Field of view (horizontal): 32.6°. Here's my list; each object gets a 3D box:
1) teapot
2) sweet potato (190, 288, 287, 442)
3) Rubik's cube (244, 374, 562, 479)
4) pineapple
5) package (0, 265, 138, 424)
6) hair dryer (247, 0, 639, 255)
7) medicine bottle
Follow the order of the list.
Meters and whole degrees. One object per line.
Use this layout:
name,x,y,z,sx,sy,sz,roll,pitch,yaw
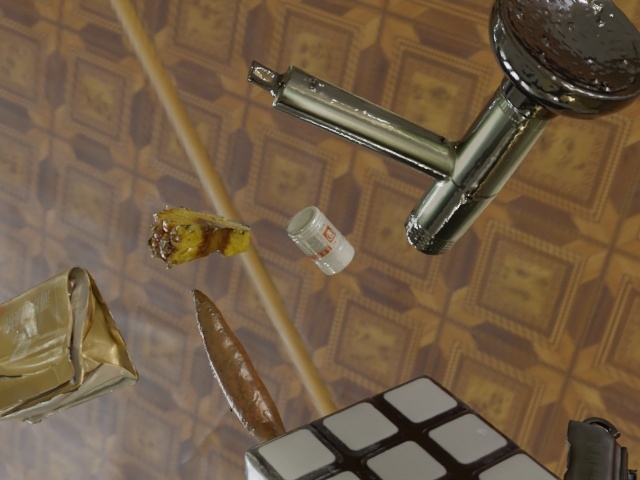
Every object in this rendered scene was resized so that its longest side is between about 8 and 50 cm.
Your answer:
teapot,0.377,0.316,1.472,0.096,0.177,0.087,3,139,15
sweet potato,-0.133,0.213,1.711,0.072,0.066,0.314,-34,77,6
Rubik's cube,0.104,0.401,1.384,0.301,0.303,0.305,35,134,48
pineapple,-0.237,-0.011,1.921,0.135,0.233,0.080,23,103,27
package,-0.487,0.204,1.801,0.311,0.165,0.221,-23,94,32
hair dryer,0.097,-0.120,1.033,0.320,0.284,0.156,-47,35,44
medicine bottle,0.000,0.000,1.527,0.057,0.057,0.089,-19,126,37
